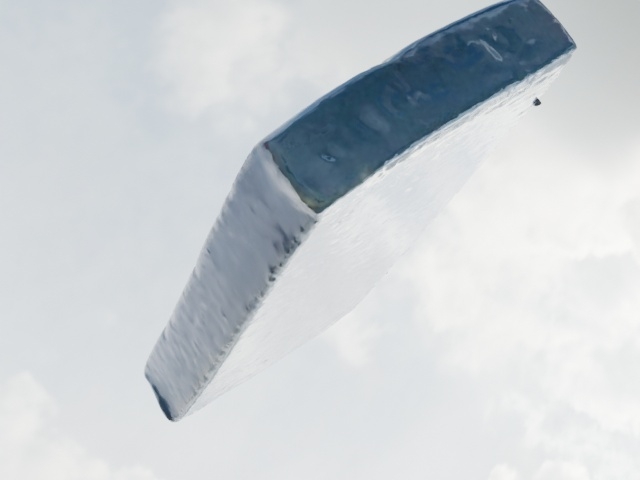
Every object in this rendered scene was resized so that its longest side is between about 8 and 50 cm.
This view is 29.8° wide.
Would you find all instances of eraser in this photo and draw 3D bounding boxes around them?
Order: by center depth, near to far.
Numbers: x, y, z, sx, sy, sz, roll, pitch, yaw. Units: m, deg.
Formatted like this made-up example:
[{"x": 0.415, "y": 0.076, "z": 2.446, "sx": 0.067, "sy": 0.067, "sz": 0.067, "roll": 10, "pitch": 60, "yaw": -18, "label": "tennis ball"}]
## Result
[{"x": 0.000, "y": 0.000, "z": 0.585, "sx": 0.042, "sy": 0.144, "sz": 0.312, "roll": 54, "pitch": -26, "yaw": 10, "label": "eraser"}]
